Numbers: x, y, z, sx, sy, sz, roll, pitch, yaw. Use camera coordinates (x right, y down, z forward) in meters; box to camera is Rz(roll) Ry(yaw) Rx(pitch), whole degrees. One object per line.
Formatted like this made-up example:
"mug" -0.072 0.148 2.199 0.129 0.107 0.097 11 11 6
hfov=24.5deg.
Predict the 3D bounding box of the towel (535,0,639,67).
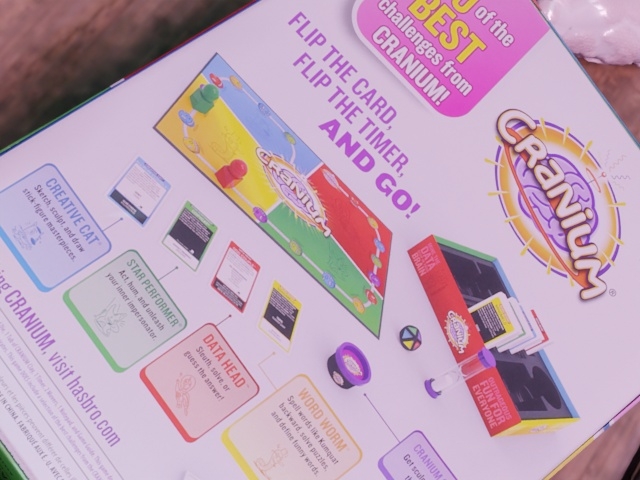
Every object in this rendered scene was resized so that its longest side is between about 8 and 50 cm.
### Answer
"towel" 0.254 -0.232 0.834 0.332 0.053 0.317 5 72 -19

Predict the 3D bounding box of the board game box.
"board game box" 0.003 0.022 0.628 0.316 0.064 0.242 -34 88 -25
